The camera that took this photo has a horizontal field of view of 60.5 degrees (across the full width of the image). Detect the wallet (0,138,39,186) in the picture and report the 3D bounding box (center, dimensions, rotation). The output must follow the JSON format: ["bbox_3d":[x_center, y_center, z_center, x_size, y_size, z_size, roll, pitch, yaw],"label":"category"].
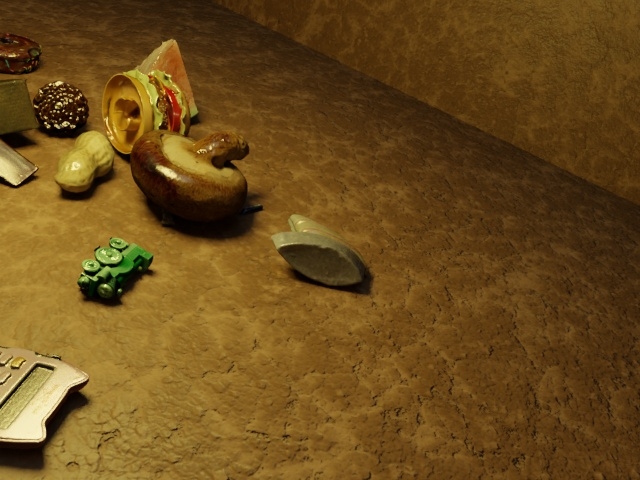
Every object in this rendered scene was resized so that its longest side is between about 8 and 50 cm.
[{"bbox_3d":[-0.848,-0.220,1.446,0.176,0.026,0.095,40,46,-13],"label":"wallet"}]

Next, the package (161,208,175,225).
[{"bbox_3d":[-0.422,-0.074,1.507,0.037,0.015,0.110,9,32,-27],"label":"package"}]

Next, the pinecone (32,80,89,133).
[{"bbox_3d":[-0.812,-0.418,1.728,0.162,0.163,0.165,3,14,-21],"label":"pinecone"}]

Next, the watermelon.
[{"bbox_3d":[-0.561,-0.521,1.931,0.282,0.292,0.251,1,65,-25],"label":"watermelon"}]

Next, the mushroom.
[{"bbox_3d":[-0.363,-0.178,1.522,0.344,0.239,0.345,1,18,0],"label":"mushroom"}]

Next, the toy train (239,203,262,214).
[{"bbox_3d":[-0.207,-0.093,1.636,0.017,0.017,0.083,36,37,30],"label":"toy train"}]

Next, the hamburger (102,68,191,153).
[{"bbox_3d":[-0.525,-0.392,1.711,0.274,0.275,0.212,37,30,29],"label":"hamburger"}]

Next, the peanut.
[{"bbox_3d":[-0.649,-0.215,1.526,0.123,0.124,0.257,11,35,-9],"label":"peanut"}]

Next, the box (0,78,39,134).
[{"bbox_3d":[-0.964,-0.360,1.522,0.184,0.143,0.273,11,26,33],"label":"box"}]

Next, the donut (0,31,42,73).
[{"bbox_3d":[-1.151,-0.691,2.030,0.216,0.096,0.230,7,33,-20],"label":"donut"}]

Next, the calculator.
[{"bbox_3d":[-0.563,0.252,0.923,0.294,0.043,0.194,15,33,2],"label":"calculator"}]

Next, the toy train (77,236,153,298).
[{"bbox_3d":[-0.463,0.064,1.230,0.104,0.071,0.178,29,31,-1],"label":"toy train"}]

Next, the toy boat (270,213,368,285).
[{"bbox_3d":[0.013,0.018,1.499,0.276,0.111,0.293,27,22,1],"label":"toy boat"}]
